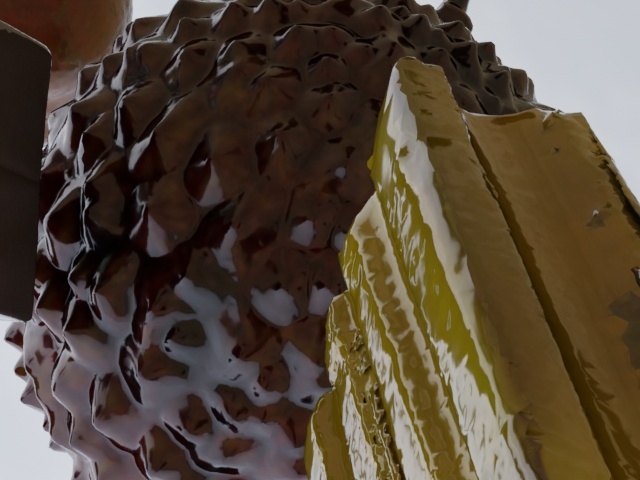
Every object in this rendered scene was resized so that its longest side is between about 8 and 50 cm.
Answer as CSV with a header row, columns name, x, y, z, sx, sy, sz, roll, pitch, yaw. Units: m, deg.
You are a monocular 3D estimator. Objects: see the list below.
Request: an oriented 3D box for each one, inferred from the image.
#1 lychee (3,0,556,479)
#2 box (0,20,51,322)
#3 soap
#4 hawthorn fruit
name,x,y,z,sx,sy,sz,roll,pitch,yaw
lychee,0.000,0.000,1.193,0.424,0.424,0.500,38,-115,-1
box,-0.301,-0.056,0.995,0.252,0.188,0.153,3,174,21
soap,0.070,0.090,0.582,0.096,0.204,0.324,5,-152,-11
hawthorn fruit,-0.303,-0.242,1.611,0.277,0.277,0.298,28,-122,-23
